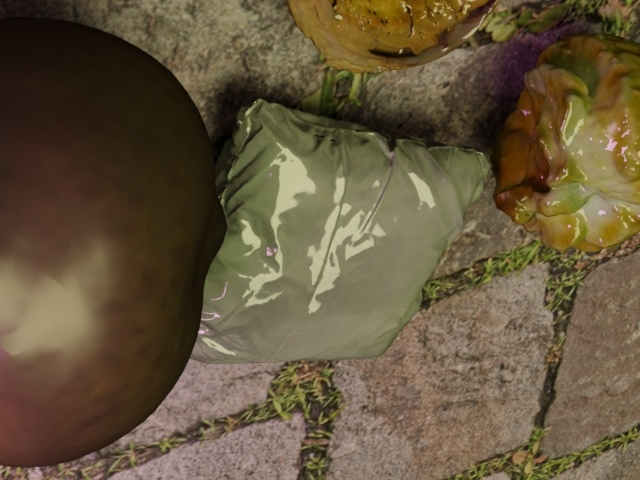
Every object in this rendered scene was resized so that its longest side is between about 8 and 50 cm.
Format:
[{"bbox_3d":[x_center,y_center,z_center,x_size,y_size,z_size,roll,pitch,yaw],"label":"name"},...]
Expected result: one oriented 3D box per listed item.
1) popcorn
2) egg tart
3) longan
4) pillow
[{"bbox_3d":[0.266,-0.098,1.743,0.184,0.204,0.221,8,128,-16],"label":"popcorn"},{"bbox_3d":[0.066,-0.276,1.515,0.291,0.107,0.291,-24,139,-23],"label":"egg tart"},{"bbox_3d":[-0.235,0.003,1.402,0.361,0.361,0.361,-19,136,-20],"label":"longan"},{"bbox_3d":[0.000,0.000,1.691,0.310,0.138,0.283,5,123,-35],"label":"pillow"}]
